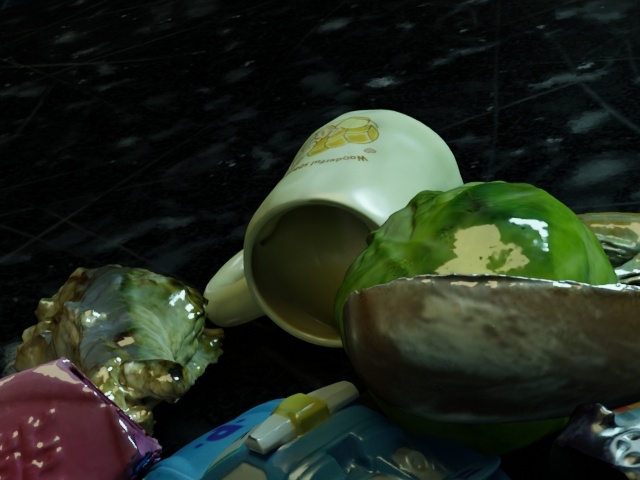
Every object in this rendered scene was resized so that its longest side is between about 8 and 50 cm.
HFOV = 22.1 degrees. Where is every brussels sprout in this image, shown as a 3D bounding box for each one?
[{"bbox_3d":[0.124,0.053,1.311,0.219,0.210,0.271,-35,27,-1],"label":"brussels sprout"}]

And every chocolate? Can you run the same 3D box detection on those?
[{"bbox_3d":[0.142,0.080,1.086,0.254,0.080,0.157,1,-16,-2],"label":"chocolate"}]

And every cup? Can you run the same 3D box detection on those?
[{"bbox_3d":[0.018,0.010,1.567,0.173,0.255,0.202,35,35,0],"label":"cup"}]

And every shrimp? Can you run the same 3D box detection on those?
[{"bbox_3d":[0.253,0.032,1.486,0.253,0.058,0.173,-1,35,21],"label":"shrimp"}]

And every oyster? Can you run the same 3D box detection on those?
[{"bbox_3d":[-0.183,0.109,1.435,0.198,0.133,0.337,-22,20,-1],"label":"oyster"}]

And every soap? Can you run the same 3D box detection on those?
[{"bbox_3d":[-0.244,0.185,1.224,0.250,0.162,0.099,-20,-16,0],"label":"soap"}]

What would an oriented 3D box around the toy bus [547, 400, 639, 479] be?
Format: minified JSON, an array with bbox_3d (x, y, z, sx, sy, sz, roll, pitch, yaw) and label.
[{"bbox_3d":[0.306,0.211,0.930,0.162,0.171,0.386,-18,25,-22],"label":"toy bus"}]

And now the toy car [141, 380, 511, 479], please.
[{"bbox_3d":[-0.010,0.185,1.151,0.198,0.166,0.314,-26,27,-35],"label":"toy car"}]
